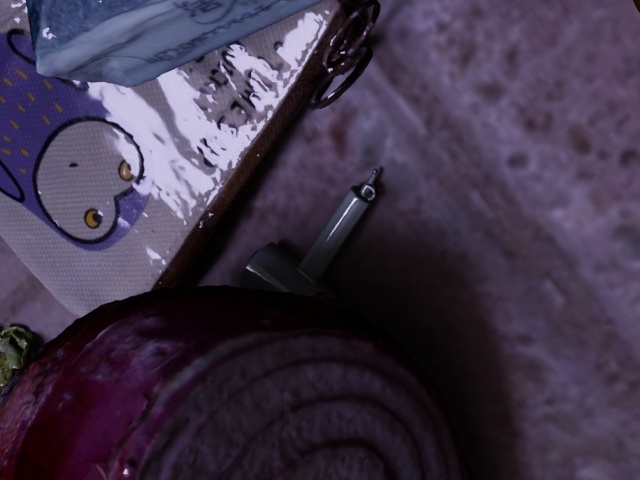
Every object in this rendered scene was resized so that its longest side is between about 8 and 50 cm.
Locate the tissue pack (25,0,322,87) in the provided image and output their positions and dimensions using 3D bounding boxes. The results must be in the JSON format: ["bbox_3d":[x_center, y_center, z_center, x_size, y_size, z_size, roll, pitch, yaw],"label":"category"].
[{"bbox_3d":[-0.079,-0.269,0.558,0.228,0.103,0.315,-17,79,30],"label":"tissue pack"}]

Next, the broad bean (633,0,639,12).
[{"bbox_3d":[0.236,-0.153,0.499,0.165,0.084,0.114,-43,76,23],"label":"broad bean"}]

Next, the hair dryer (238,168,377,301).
[{"bbox_3d":[0.000,0.000,0.689,0.063,0.038,0.124,38,112,11],"label":"hair dryer"}]

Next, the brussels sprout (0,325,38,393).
[{"bbox_3d":[-0.263,0.104,0.835,0.085,0.058,0.085,-6,70,18],"label":"brussels sprout"}]

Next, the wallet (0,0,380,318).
[{"bbox_3d":[-0.141,-0.102,0.702,0.275,0.068,0.335,43,117,9],"label":"wallet"}]

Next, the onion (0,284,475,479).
[{"bbox_3d":[-0.072,0.169,0.640,0.260,0.282,0.336,5,146,48],"label":"onion"}]
